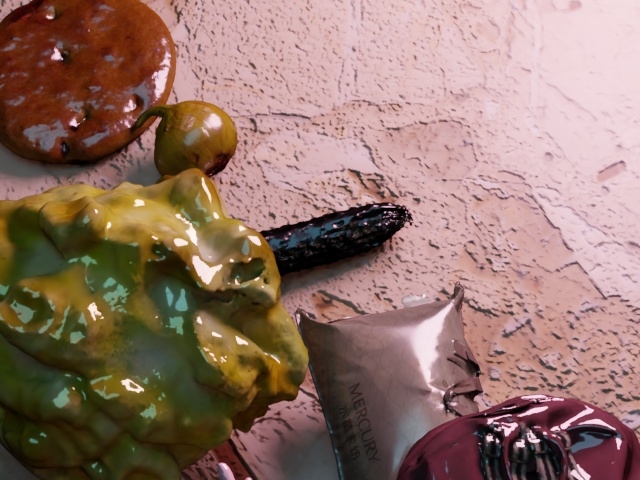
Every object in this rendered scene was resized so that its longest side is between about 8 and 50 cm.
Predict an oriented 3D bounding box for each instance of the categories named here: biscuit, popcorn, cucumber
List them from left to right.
[{"bbox_3d":[-0.247,-0.171,1.938,0.212,0.036,0.212,-2,64,4],"label":"biscuit"},{"bbox_3d":[-0.185,0.072,1.666,0.312,0.312,0.312,-3,63,5],"label":"popcorn"},{"bbox_3d":[0.000,0.000,1.819,0.181,0.053,0.053,-15,62,-4],"label":"cucumber"}]

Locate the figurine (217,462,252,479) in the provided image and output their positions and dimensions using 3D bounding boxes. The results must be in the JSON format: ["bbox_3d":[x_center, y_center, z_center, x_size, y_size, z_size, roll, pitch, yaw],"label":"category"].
[{"bbox_3d":[-0.081,0.363,1.563,0.316,0.206,0.284,-38,76,-18],"label":"figurine"}]

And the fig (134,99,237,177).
[{"bbox_3d":[-0.129,-0.104,1.867,0.084,0.082,0.098,-45,72,24],"label":"fig"}]

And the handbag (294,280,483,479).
[{"bbox_3d":[0.086,0.164,1.691,0.183,0.117,0.270,-10,63,-8],"label":"handbag"}]

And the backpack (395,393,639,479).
[{"bbox_3d":[0.183,0.283,1.535,0.283,0.197,0.317,-9,91,-8],"label":"backpack"}]
